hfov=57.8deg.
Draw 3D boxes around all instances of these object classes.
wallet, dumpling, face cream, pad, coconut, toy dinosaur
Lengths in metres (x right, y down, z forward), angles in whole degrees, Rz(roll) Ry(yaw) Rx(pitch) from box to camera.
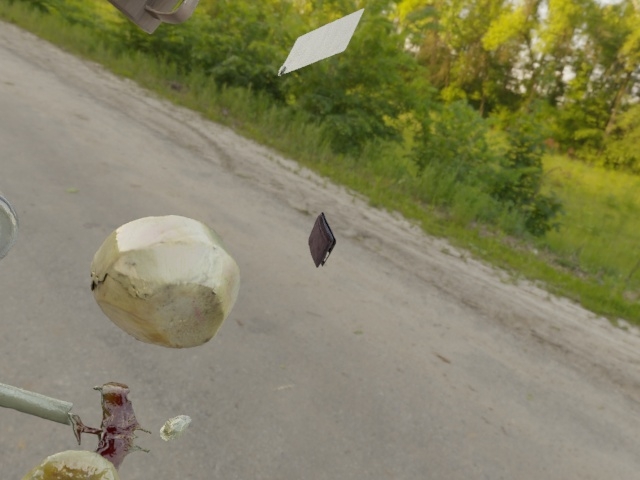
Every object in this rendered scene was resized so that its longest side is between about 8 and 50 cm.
[{"bbox_3d":[-0.001,0.000,1.830,0.030,0.166,0.111,-12,61,-26],"label":"wallet"},{"bbox_3d":[-0.376,0.477,1.488,0.057,0.076,0.052,31,-15,16],"label":"dumpling"},{"bbox_3d":[-0.792,-0.042,1.324,0.177,0.177,0.153,3,11,-35],"label":"face cream"},{"bbox_3d":[-0.004,-0.539,1.582,0.265,0.160,0.009,-4,-36,45],"label":"pad"},{"bbox_3d":[-0.379,0.092,1.419,0.352,0.353,0.353,14,18,-5],"label":"coconut"},{"bbox_3d":[-0.537,0.514,1.472,0.206,0.113,0.327,-5,57,-41],"label":"toy dinosaur"}]

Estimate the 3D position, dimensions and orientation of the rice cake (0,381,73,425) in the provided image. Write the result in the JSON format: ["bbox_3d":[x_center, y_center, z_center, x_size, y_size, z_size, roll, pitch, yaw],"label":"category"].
[{"bbox_3d":[-0.752,0.408,1.475,0.256,0.057,0.052,28,-27,-27],"label":"rice cake"}]

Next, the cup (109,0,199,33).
[{"bbox_3d":[-0.395,-0.660,1.429,0.288,0.273,0.208,40,4,-4],"label":"cup"}]

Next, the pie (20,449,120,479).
[{"bbox_3d":[-0.515,0.515,1.173,0.218,0.185,0.052,-6,4,-35],"label":"pie"}]
